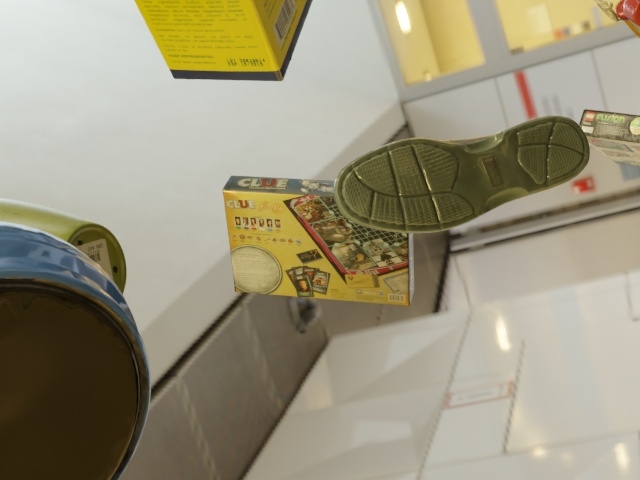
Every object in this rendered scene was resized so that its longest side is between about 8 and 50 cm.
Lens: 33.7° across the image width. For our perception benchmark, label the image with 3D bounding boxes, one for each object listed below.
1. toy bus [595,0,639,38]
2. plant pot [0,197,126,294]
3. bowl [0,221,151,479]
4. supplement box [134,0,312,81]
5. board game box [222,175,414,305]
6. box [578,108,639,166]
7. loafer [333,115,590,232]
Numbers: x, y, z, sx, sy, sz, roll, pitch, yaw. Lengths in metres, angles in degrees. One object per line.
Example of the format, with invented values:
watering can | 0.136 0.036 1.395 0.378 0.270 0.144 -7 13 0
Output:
toy bus | 0.432 -0.254 1.236 0.202 0.104 0.191 46 -166 1
plant pot | -0.445 0.053 1.571 0.275 0.294 0.274 14 -106 -57
bowl | -0.332 0.171 0.958 0.077 0.391 0.391 38 168 42
supplement box | -0.163 -0.426 1.559 0.356 0.194 0.195 68 -147 -52
board game box | 0.000 0.000 1.395 0.042 0.243 0.165 -67 -22 -55
box | 0.424 -0.111 1.262 0.114 0.207 0.036 22 -95 -46
loafer | 0.139 -0.060 1.074 0.084 0.268 0.096 144 113 -78
